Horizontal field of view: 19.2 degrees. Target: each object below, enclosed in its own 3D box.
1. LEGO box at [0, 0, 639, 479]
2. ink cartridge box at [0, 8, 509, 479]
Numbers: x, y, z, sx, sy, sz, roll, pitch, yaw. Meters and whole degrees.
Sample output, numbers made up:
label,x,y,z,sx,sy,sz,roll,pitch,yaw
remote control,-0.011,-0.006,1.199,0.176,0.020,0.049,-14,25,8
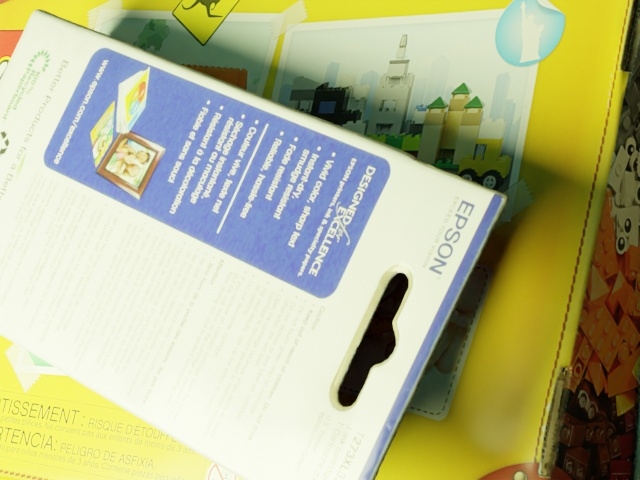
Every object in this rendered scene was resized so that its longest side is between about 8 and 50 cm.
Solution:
label,x,y,z,sx,sy,sz,roll,pitch,yaw
LEGO box,0.000,0.000,1.118,0.500,0.193,0.372,5,76,39
ink cartridge box,-0.063,0.007,0.994,0.371,0.069,0.175,24,88,43
